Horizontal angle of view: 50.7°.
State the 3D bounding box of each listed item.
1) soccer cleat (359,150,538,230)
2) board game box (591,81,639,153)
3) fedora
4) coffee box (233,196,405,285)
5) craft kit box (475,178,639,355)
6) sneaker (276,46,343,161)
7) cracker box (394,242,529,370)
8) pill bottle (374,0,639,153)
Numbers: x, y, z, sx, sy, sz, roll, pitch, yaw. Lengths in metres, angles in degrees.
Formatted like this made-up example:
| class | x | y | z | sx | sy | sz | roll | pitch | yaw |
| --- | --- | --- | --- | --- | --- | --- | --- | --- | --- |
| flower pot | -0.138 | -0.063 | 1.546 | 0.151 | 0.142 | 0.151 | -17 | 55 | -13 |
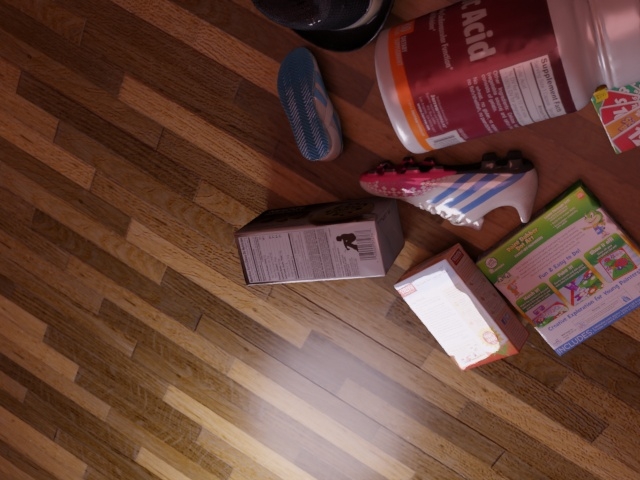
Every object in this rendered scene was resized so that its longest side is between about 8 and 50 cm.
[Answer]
| class | x | y | z | sx | sy | sz | roll | pitch | yaw |
| --- | --- | --- | --- | --- | --- | --- | --- | --- | --- |
| soccer cleat | 0.235 | -0.082 | 1.267 | 0.331 | 0.116 | 0.143 | -1 | 109 | 20 |
| board game box | 0.590 | -0.247 | 1.101 | 0.260 | 0.039 | 0.124 | -24 | 113 | 26 |
| fedora | -0.035 | -0.466 | 1.148 | 0.334 | 0.152 | 0.333 | 23 | 129 | 31 |
| coffee box | 0.000 | 0.000 | 1.358 | 0.297 | 0.168 | 0.118 | -5 | 108 | 23 |
| craft kit box | 0.468 | 0.056 | 1.271 | 0.246 | 0.061 | 0.250 | 46 | 118 | -4 |
| sneaker | -0.018 | -0.261 | 1.313 | 0.088 | 0.092 | 0.228 | -15 | 85 | 27 |
| cracker box | 0.277 | 0.136 | 1.339 | 0.232 | 0.067 | 0.156 | 51 | 139 | -5 |
| pill bottle | 0.307 | -0.296 | 1.096 | 0.392 | 0.224 | 0.224 | -14 | 105 | 24 |
